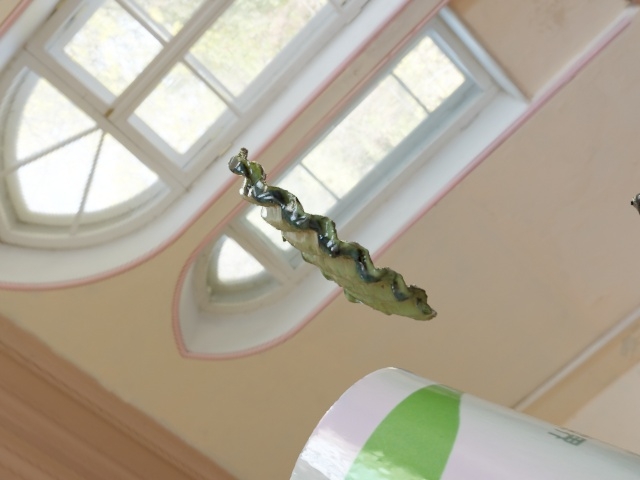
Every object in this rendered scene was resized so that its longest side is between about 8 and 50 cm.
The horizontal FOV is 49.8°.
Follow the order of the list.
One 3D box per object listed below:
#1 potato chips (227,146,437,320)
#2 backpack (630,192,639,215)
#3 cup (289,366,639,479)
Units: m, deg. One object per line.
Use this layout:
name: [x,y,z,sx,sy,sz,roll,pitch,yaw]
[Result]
potato chips: [0.000,0.000,1.028,0.358,0.070,0.429,43,174,-12]
backpack: [0.585,-0.111,0.842,0.445,0.363,0.255,9,-157,-43]
cup: [0.128,0.228,0.504,0.274,0.253,0.253,22,174,38]
